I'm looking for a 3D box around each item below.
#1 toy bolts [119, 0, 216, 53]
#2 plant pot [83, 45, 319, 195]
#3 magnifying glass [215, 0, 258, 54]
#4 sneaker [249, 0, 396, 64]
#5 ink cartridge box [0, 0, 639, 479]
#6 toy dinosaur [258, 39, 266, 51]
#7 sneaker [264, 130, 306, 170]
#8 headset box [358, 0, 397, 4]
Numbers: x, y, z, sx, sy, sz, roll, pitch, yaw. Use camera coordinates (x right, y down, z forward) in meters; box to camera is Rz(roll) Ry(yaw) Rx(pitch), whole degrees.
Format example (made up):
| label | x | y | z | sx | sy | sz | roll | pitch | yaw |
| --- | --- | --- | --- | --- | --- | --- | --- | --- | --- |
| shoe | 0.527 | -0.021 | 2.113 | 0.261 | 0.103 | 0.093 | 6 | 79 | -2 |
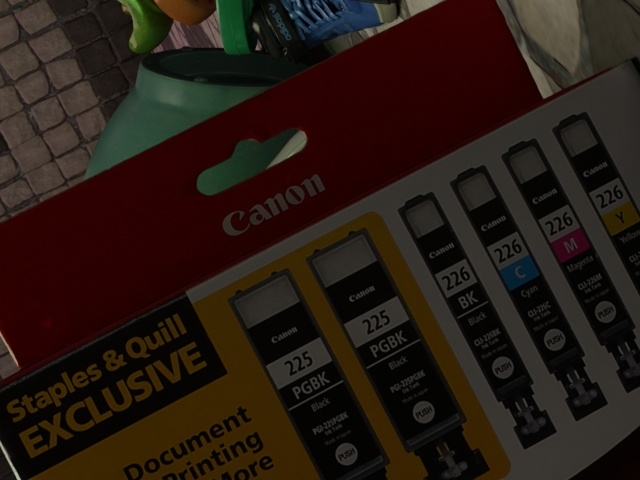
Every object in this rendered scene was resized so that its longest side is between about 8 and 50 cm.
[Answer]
| label | x | y | z | sx | sy | sz | roll | pitch | yaw |
| --- | --- | --- | --- | --- | --- | --- | --- | --- | --- |
| toy bolts | -0.163 | -0.350 | 1.379 | 0.228 | 0.158 | 0.218 | 54 | -143 | -18 |
| plant pot | -0.082 | -0.068 | 1.214 | 0.293 | 0.293 | 0.196 | -131 | 42 | -64 |
| magnifying glass | -0.063 | -0.245 | 0.923 | 0.092 | 0.026 | 0.231 | -75 | -15 | -69 |
| sneaker | -0.003 | -0.157 | 0.909 | 0.058 | 0.085 | 0.152 | 63 | 173 | -11 |
| ink cartridge box | 0.020 | 0.053 | 0.600 | 0.271 | 0.309 | 0.130 | 62 | 173 | -1 |
| toy dinosaur | -0.051 | -0.213 | 1.272 | 0.090 | 0.047 | 0.082 | -106 | 15 | -53 |
| sneaker | 0.000 | 0.000 | 0.993 | 0.126 | 0.321 | 0.127 | 33 | -148 | -2 |
| headset box | -0.074 | -0.230 | 0.483 | 0.246 | 0.131 | 0.283 | 13 | 143 | 31 |
